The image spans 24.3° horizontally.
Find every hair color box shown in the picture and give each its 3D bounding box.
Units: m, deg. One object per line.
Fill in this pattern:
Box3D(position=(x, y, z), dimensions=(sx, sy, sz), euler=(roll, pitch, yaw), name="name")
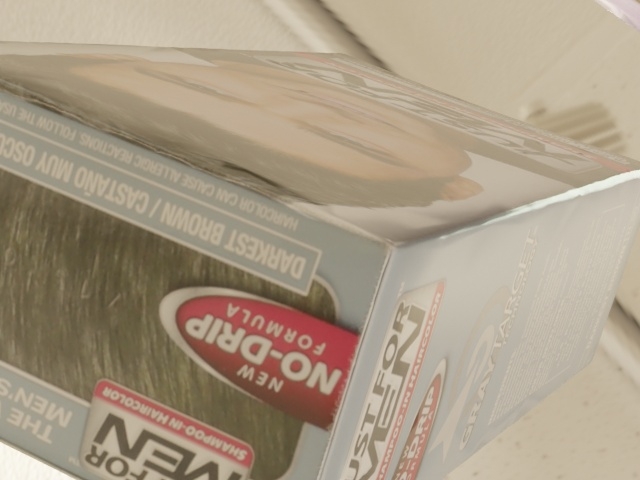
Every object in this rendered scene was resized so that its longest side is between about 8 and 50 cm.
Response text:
Box3D(position=(0.000, 0.000, 0.605), dimensions=(0.185, 0.374, 0.113), euler=(22, -75, 20), name="hair color box")

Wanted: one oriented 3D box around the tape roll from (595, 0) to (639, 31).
Box3D(position=(0.175, -0.134, 0.560), dimensions=(0.275, 0.275, 0.090), euler=(33, -92, -1), name="tape roll")
